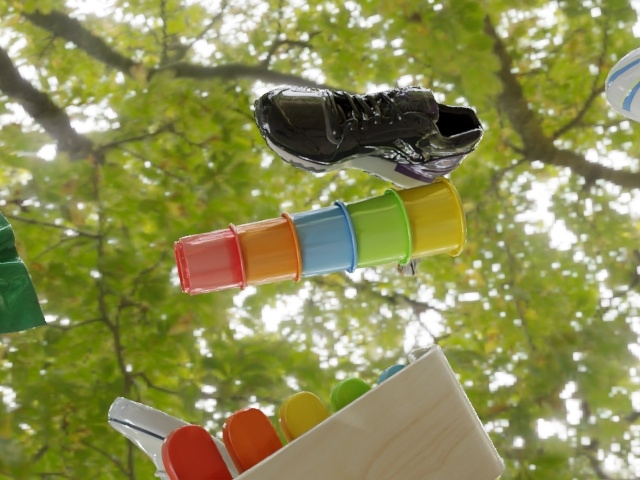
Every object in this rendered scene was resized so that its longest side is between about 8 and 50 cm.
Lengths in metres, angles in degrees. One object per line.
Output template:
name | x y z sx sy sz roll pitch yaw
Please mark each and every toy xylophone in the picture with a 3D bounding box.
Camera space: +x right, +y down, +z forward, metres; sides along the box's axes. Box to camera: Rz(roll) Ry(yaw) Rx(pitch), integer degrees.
toy xylophone | 0.032 0.215 0.749 0.323 0.081 0.236 -16 -100 -37

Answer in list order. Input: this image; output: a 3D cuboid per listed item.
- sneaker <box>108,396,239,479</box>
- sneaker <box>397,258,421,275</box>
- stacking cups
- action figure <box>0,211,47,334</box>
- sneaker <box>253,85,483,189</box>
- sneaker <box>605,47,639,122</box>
sneaker | -0.130 0.263 1.055 0.258 0.094 0.091 39 -112 -20
sneaker | 0.157 0.021 1.684 0.037 0.032 0.083 8 -82 -24
stacking cups | 0.000 0.000 1.079 0.316 0.096 0.096 -11 -87 -16
action figure | -0.393 0.059 0.917 0.232 0.063 0.137 -15 -121 -30
sneaker | 0.062 -0.141 1.102 0.283 0.124 0.107 7 -122 -38
sneaker | 0.338 -0.151 0.787 0.126 0.240 0.091 25 -112 -55
